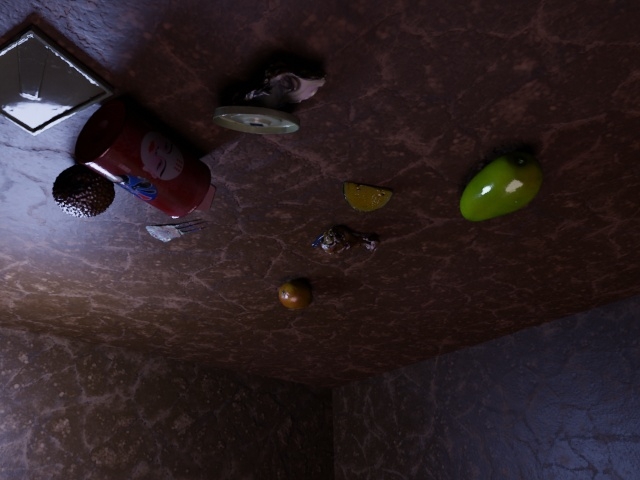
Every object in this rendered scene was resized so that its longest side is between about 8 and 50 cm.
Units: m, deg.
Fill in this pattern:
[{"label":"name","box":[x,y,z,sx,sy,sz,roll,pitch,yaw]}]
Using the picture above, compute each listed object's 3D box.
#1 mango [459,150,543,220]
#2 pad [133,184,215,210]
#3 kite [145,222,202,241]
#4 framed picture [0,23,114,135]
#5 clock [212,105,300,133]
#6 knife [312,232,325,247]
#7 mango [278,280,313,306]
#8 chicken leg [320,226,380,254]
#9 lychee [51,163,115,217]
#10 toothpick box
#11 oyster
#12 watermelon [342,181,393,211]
[{"label":"mango","box":[0.583,-0.160,1.776,0.192,0.156,0.343,18,150,-15]},{"label":"pad","box":[-0.507,-0.165,1.875,0.267,0.004,0.181,8,150,-17]},{"label":"kite","box":[-0.555,-0.037,2.097,0.229,0.016,0.127,-7,154,17]},{"label":"framed picture","box":[-0.751,-0.402,1.417,0.335,0.022,0.247,-17,147,26]},{"label":"clock","box":[-0.172,-0.323,1.463,0.235,0.029,0.235,5,-179,0]},{"label":"knife","box":[0.000,0.000,2.180,0.031,0.018,0.121,16,148,-25]},{"label":"mango","box":[-0.115,0.260,2.540,0.151,0.120,0.221,-6,158,6]},{"label":"chicken leg","box":[0.119,0.004,2.128,0.251,0.087,0.107,3,133,-24]},{"label":"lychee","box":[-0.746,-0.154,1.717,0.188,0.188,0.188,-1,151,-1]},{"label":"toothpick box","box":[-0.502,-0.225,1.565,0.204,0.204,0.333,-18,147,27]},{"label":"oyster","box":[-0.102,-0.394,1.392,0.222,0.083,0.214,-13,180,-27]},{"label":"watermelon","box":[0.153,-0.140,1.874,0.181,0.075,0.092,10,145,-16]}]
